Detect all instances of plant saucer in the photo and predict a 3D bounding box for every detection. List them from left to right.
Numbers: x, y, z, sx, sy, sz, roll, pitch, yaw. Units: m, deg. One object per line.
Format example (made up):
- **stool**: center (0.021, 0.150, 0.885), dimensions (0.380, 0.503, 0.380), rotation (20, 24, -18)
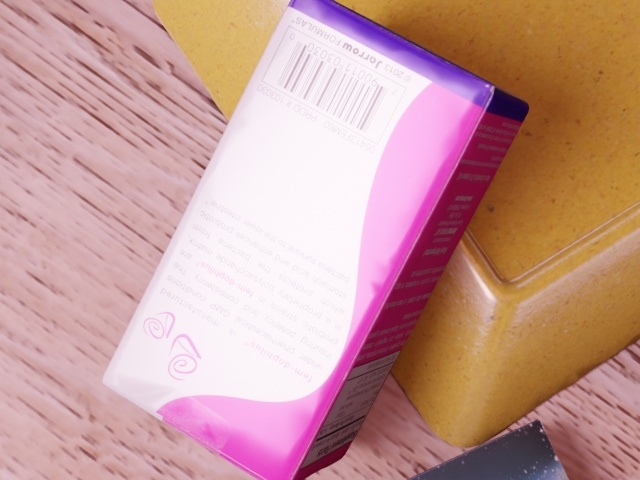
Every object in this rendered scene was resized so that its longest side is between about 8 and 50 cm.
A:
- **plant saucer**: center (0.125, -0.105, 0.901), dimensions (0.333, 0.081, 0.333), rotation (-31, 81, -14)

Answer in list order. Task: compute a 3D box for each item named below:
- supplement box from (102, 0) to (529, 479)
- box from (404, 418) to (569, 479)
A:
- **supplement box**: center (0.000, 0.000, 0.789), dimensions (0.111, 0.114, 0.220), rotation (30, 98, 14)
- **box**: center (0.056, 0.201, 0.778), dimensions (0.233, 0.044, 0.159), rotation (-17, 75, -38)
